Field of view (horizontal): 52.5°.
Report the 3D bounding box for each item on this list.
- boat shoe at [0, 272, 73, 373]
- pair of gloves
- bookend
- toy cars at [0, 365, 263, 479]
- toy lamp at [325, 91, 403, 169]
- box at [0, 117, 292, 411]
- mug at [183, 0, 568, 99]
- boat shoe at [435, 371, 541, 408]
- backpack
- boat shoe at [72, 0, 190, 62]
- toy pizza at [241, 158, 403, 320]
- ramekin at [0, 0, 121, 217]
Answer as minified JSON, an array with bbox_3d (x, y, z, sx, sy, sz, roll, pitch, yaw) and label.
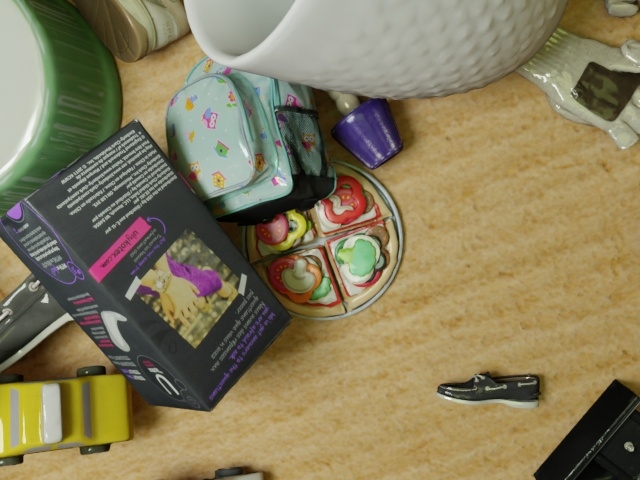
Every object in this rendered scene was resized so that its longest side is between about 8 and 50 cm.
[{"bbox_3d":[-0.379,0.097,0.799,0.335,0.112,0.095,-35,98,0],"label":"boat shoe"},{"bbox_3d":[0.347,-0.249,0.744,0.204,0.042,0.240,40,95,3],"label":"pair of gloves"},{"bbox_3d":[0.365,0.277,0.755,0.157,0.072,0.156,39,96,2],"label":"bookend"},{"bbox_3d":[-0.223,0.261,0.746,0.393,0.087,0.176,38,63,-7],"label":"toy cars"},{"bbox_3d":[0.001,-0.206,0.762,0.080,0.080,0.275,-37,90,6],"label":"toy lamp"},{"bbox_3d":[-0.189,0.036,0.697,0.143,0.165,0.270,-46,109,-33],"label":"box"},{"bbox_3d":[0.058,-0.312,0.645,0.276,0.328,0.374,-52,49,39],"label":"mug"},{"bbox_3d":[0.202,0.176,0.779,0.125,0.046,0.038,4,94,3],"label":"boat shoe"},{"bbox_3d":[-0.086,-0.123,0.723,0.166,0.144,0.188,-16,76,41],"label":"backpack"},{"bbox_3d":[-0.276,-0.354,0.779,0.098,0.109,0.302,-38,88,-33],"label":"boat shoe"},{"bbox_3d":[0.000,0.000,0.796,0.201,0.032,0.201,0,93,5],"label":"toy pizza"},{"bbox_3d":[-0.410,-0.173,0.769,0.303,0.148,0.303,0,93,6],"label":"ramekin"}]
